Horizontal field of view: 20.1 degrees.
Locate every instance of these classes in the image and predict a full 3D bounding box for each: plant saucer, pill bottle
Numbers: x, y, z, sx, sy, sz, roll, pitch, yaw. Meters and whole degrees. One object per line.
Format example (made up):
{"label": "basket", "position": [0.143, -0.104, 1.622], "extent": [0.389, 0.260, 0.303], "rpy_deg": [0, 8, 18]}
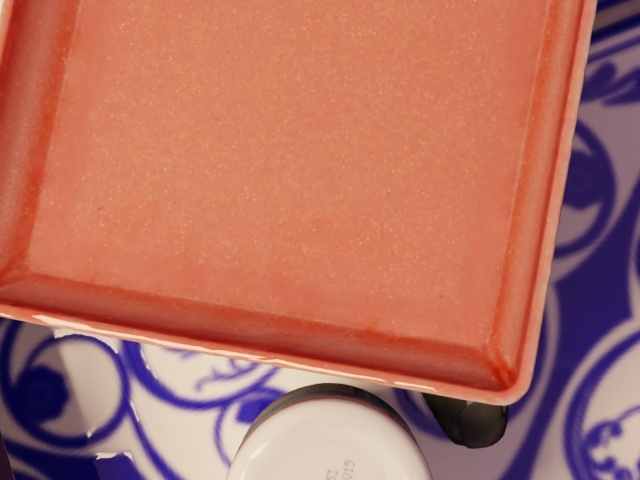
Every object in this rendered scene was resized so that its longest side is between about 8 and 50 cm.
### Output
{"label": "plant saucer", "position": [-0.013, -0.075, 0.788], "extent": [0.258, 0.048, 0.259], "rpy_deg": [9, 84, 12]}
{"label": "pill bottle", "position": [0.004, 0.107, 0.791], "extent": [0.087, 0.160, 0.087], "rpy_deg": [0, 89, 1]}

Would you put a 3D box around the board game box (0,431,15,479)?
{"label": "board game box", "position": [-0.203, 0.197, 0.804], "extent": [0.208, 0.056, 0.347], "rpy_deg": [-17, 89, 26]}

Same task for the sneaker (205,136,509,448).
{"label": "sneaker", "position": [0.000, 0.000, 0.840], "extent": [0.132, 0.086, 0.229], "rpy_deg": [-18, 79, 5]}
